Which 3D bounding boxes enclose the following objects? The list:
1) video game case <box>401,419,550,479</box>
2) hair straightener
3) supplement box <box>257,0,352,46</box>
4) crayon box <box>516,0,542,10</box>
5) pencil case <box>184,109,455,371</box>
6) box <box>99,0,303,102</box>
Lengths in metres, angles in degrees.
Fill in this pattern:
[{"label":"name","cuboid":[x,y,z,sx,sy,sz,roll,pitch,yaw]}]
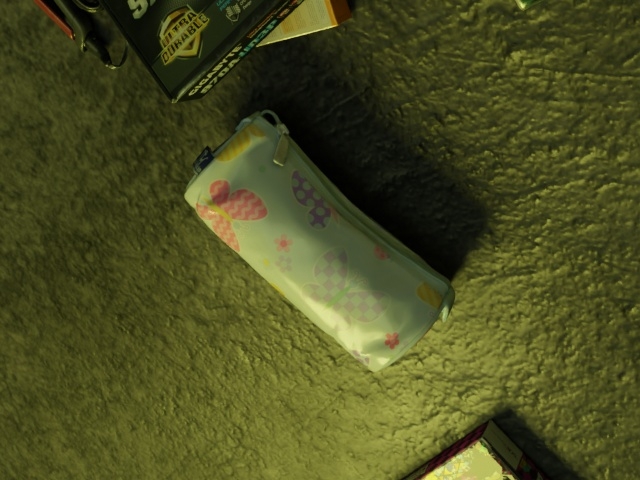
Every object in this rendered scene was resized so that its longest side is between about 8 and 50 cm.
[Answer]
[{"label":"video game case","cuboid":[0.172,0.327,1.263,0.210,0.042,0.232,45,126,-2]},{"label":"hair straightener","cuboid":[-0.267,-0.265,1.159,0.230,0.047,0.089,49,126,-5]},{"label":"supplement box","cuboid":[-0.028,-0.218,1.073,0.098,0.036,0.062,-8,110,29]},{"label":"crayon box","cuboid":[0.124,-0.345,0.829,0.083,0.203,0.323,-24,103,33]},{"label":"pencil case","cuboid":[0.000,0.000,1.131,0.273,0.113,0.124,44,106,-1]},{"label":"box","cuboid":[-0.098,-0.256,1.044,0.220,0.051,0.175,-39,83,28]}]
